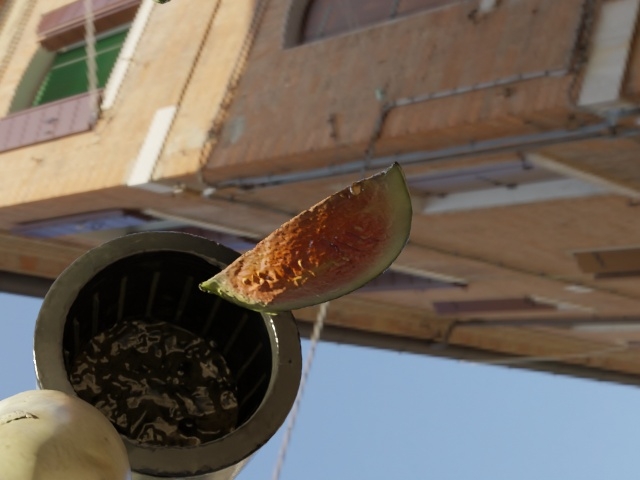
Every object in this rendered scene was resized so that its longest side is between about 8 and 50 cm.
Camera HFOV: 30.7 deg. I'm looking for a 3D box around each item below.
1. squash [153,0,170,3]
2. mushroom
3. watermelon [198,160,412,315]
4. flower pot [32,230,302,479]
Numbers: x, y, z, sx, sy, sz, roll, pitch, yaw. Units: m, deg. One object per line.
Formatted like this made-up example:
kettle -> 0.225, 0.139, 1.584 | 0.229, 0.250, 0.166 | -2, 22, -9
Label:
squash -> 0.024, -0.250, 0.607 | 0.370, 0.118, 0.118 | -49, -59, -14
mushroom -> -0.270, 0.207, 0.888 | 0.202, 0.246, 0.246 | 45, -125, -10
watermelon -> 0.000, 0.005, 1.087 | 0.119, 0.245, 0.063 | 19, -130, -49
flower pot -> -0.204, 0.194, 1.389 | 0.294, 0.330, 0.293 | 9, -123, -14
